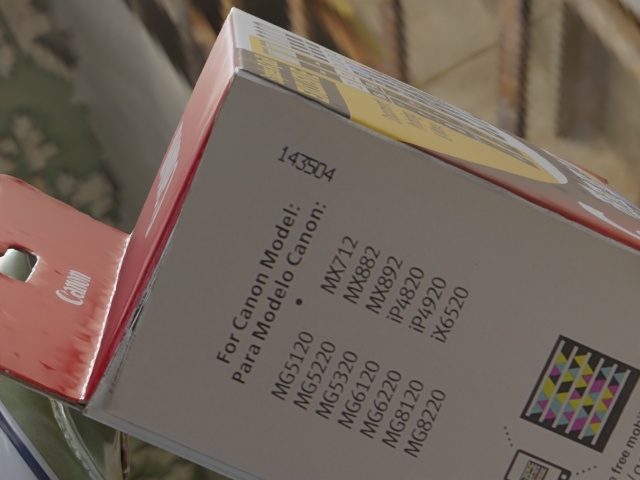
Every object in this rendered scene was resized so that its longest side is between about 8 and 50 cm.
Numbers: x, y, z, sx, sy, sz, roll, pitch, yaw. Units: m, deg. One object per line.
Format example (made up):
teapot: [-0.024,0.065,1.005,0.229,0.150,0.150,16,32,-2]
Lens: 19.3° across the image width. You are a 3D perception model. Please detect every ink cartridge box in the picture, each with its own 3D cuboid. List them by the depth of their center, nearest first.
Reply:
ink cartridge box: [0.000,0.000,0.743,0.271,0.130,0.309,24,8,-8]

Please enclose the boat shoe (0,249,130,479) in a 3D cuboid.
boat shoe: [-0.129,0.061,0.817,0.302,0.094,0.109,46,-13,51]
